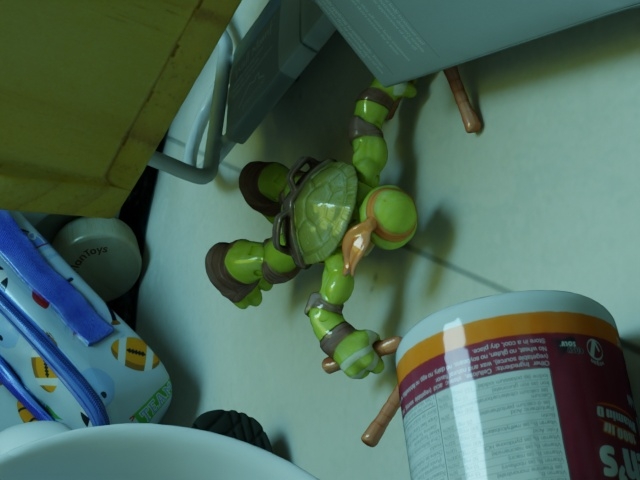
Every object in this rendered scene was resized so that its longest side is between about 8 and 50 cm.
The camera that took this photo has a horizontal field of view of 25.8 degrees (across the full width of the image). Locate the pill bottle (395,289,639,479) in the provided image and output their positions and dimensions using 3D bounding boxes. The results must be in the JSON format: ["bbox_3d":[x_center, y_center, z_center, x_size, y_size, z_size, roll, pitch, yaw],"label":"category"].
[{"bbox_3d":[0.110,0.146,0.705,0.121,0.121,0.221,-38,50,47],"label":"pill bottle"}]

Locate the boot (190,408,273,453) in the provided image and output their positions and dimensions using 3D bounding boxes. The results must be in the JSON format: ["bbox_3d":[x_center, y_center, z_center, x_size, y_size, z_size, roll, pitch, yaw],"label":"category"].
[{"bbox_3d":[-0.070,0.260,1.020,0.161,0.083,0.246,121,145,-49],"label":"boot"}]

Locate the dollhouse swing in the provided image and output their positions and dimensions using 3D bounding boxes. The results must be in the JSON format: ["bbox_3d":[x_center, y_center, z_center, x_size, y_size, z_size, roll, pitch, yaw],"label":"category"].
[{"bbox_3d":[-0.195,-0.235,0.870,0.347,0.305,0.315,-57,28,29],"label":"dollhouse swing"}]

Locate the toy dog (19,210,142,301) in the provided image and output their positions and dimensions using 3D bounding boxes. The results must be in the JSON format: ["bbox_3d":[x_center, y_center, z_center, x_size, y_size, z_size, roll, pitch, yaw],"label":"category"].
[{"bbox_3d":[-0.257,-0.101,1.249,0.220,0.161,0.334,-140,43,-65],"label":"toy dog"}]

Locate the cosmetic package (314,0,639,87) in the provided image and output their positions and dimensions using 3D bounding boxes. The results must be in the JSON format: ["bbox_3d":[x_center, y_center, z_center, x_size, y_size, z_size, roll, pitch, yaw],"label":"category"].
[{"bbox_3d":[0.093,-0.182,0.804,0.238,0.127,0.107,-11,34,53],"label":"cosmetic package"}]

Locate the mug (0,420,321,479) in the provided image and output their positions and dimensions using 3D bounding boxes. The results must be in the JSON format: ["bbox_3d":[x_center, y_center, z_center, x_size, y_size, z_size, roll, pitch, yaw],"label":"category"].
[{"bbox_3d":[-0.124,0.272,0.781,0.328,0.276,0.374,104,146,-44],"label":"mug"}]

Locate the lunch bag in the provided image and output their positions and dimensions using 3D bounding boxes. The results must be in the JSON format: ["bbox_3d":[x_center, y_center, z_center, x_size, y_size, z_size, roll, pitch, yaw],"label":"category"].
[{"bbox_3d":[-0.272,0.089,1.192,0.303,0.115,0.243,43,138,13],"label":"lunch bag"}]

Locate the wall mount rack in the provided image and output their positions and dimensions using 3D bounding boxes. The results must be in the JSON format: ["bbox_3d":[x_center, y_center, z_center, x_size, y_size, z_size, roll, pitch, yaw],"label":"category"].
[{"bbox_3d":[-0.066,-0.222,1.093,0.350,0.130,0.304,-47,30,39],"label":"wall mount rack"}]

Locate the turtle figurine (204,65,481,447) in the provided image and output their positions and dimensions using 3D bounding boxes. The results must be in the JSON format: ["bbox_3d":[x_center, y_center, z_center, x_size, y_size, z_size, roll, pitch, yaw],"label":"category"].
[{"bbox_3d":[0.000,0.000,0.951,0.217,0.087,0.270,-7,72,57],"label":"turtle figurine"}]
